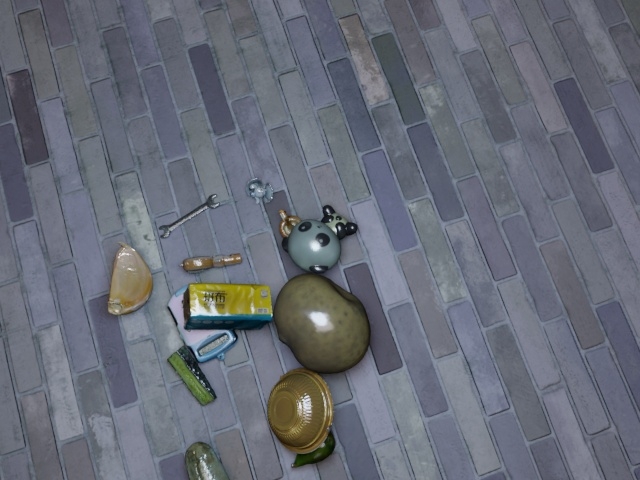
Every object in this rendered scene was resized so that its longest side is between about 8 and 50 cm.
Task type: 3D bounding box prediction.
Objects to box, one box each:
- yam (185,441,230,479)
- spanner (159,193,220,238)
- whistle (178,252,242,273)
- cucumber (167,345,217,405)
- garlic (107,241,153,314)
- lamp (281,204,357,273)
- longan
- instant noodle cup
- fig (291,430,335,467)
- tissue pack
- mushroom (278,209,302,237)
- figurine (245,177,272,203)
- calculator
[{"bbox_3d":[-0.345,0.810,1.756,0.133,0.133,0.330,-27,75,-5],"label":"yam"},{"bbox_3d":[-0.480,-0.088,1.994,0.254,0.015,0.054,-33,80,-6],"label":"spanner"},{"bbox_3d":[-0.388,0.080,1.924,0.220,0.107,0.057,-8,86,-16],"label":"whistle"},{"bbox_3d":[-0.428,0.460,1.862,0.078,0.062,0.211,-42,86,30],"label":"cucumber"},{"bbox_3d":[-0.662,0.137,1.875,0.145,0.164,0.245,-8,72,16],"label":"garlic"},{"bbox_3d":[0.000,0.000,1.885,0.198,0.198,0.244,44,65,8],"label":"lamp"},{"bbox_3d":[0.004,0.269,1.788,0.288,0.288,0.350,-44,89,-8],"label":"longan"},{"bbox_3d":[-0.089,0.545,1.753,0.274,0.090,0.274,-11,71,35],"label":"instant noodle cup"},{"bbox_3d":[-0.028,0.686,1.795,0.117,0.117,0.177,39,105,8],"label":"fig"},{"bbox_3d":[-0.311,0.218,1.802,0.270,0.192,0.134,4,68,-21],"label":"tissue pack"},{"bbox_3d":[-0.111,-0.064,1.954,0.088,0.073,0.129,-18,117,10],"label":"mushroom"},{"bbox_3d":[-0.225,-0.177,1.983,0.086,0.094,0.082,0,35,-27],"label":"figurine"},{"bbox_3d":[-0.411,0.287,1.899,0.173,0.051,0.293,-30,80,-7],"label":"calculator"}]
